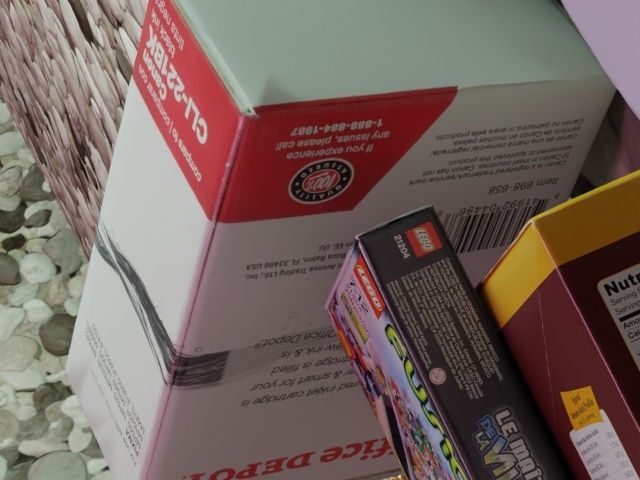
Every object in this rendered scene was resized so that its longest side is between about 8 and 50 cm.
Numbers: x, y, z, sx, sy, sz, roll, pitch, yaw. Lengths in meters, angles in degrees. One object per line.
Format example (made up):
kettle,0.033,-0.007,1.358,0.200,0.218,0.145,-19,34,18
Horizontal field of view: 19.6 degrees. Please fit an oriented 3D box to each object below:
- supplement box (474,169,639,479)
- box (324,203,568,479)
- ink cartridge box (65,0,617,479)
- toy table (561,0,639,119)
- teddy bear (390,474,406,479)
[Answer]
supplement box,0.159,0.078,0.731,0.191,0.129,0.194,112,134,-72
box,0.066,0.097,0.767,0.114,0.036,0.207,109,137,-71
ink cartridge box,0.000,0.000,0.920,0.114,0.197,0.273,58,144,38
toy table,0.121,-0.158,0.427,0.252,0.161,0.274,177,71,-77
teddy bear,0.073,0.108,1.174,0.338,0.113,0.245,85,160,-52
